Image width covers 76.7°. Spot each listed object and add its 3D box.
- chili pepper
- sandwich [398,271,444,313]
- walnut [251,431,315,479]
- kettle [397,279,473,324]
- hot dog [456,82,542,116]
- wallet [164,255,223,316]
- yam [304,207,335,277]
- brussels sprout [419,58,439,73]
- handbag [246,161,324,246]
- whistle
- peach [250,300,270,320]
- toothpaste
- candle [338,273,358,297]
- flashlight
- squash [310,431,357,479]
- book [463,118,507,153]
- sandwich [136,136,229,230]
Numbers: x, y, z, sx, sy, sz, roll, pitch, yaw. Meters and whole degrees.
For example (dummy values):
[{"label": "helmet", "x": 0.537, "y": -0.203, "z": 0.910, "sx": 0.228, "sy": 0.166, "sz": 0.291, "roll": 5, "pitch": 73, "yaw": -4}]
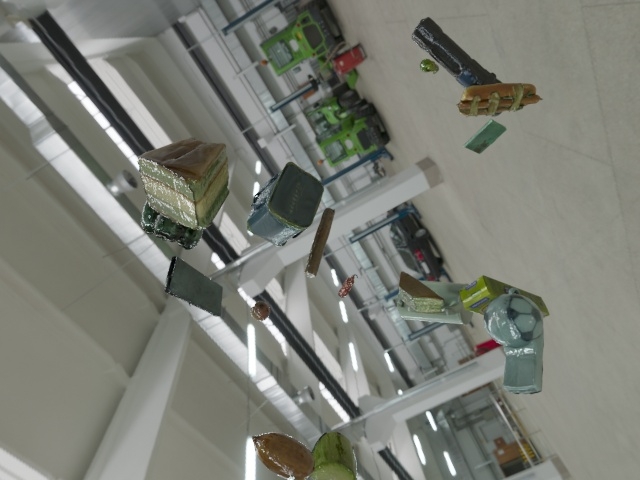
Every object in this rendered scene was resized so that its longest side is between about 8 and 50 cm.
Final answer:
[{"label": "chili pepper", "x": -0.612, "y": -0.105, "z": 1.741, "sx": 0.248, "sy": 0.233, "sz": 0.256, "roll": 28, "pitch": -101, "yaw": -64}, {"label": "sandwich", "x": 0.402, "y": 0.229, "z": 1.708, "sx": 0.258, "sy": 0.096, "sz": 0.094, "roll": 38, "pitch": 149, "yaw": 54}, {"label": "walnut", "x": -0.110, "y": 0.620, "z": 1.172, "sx": 0.207, "sy": 0.115, "sz": 0.116, "roll": 30, "pitch": -167, "yaw": -6}, {"label": "kettle", "x": 0.544, "y": 0.288, "z": 1.950, "sx": 0.265, "sy": 0.318, "sz": 0.205, "roll": 38, "pitch": -118, "yaw": -45}, {"label": "hot dog", "x": 0.573, "y": -0.454, "z": 1.304, "sx": 0.109, "sy": 0.270, "sz": 0.072, "roll": 77, "pitch": -170, "yaw": -61}, {"label": "wallet", "x": -0.608, "y": 0.233, "z": 1.978, "sx": 0.379, "sy": 0.046, "sz": 0.190, "roll": 50, "pitch": -150, "yaw": -51}, {"label": "yam", "x": 0.000, "y": 0.000, "z": 1.322, "sx": 0.046, "sy": 0.046, "sz": 0.263, "roll": 52, "pitch": -135, "yaw": -47}, {"label": "brussels sprout", "x": 0.403, "y": -0.636, "z": 1.479, "sx": 0.051, "sy": 0.083, "sz": 0.046, "roll": 32, "pitch": 121, "yaw": 53}, {"label": "handbag", "x": -0.136, "y": -0.130, "z": 1.558, "sx": 0.222, "sy": 0.241, "sz": 0.263, "roll": 32, "pitch": -120, "yaw": -19}, {"label": "whistle", "x": 0.525, "y": 0.250, "z": 1.108, "sx": 0.163, "sy": 0.164, "sz": 0.289, "roll": 55, "pitch": -136, "yaw": -36}, {"label": "peach", "x": -0.245, "y": 0.290, "z": 1.657, "sx": 0.083, "sy": 0.083, "sz": 0.083, "roll": 59, "pitch": -171, "yaw": -15}, {"label": "toothpaste", "x": 0.634, "y": 0.215, "z": 1.389, "sx": 0.328, "sy": 0.110, "sz": 0.077, "roll": 19, "pitch": -134, "yaw": -26}, {"label": "candle", "x": 0.123, "y": 0.196, "z": 1.754, "sx": 0.162, "sy": 0.048, "sz": 0.053, "roll": 116, "pitch": 156, "yaw": -49}, {"label": "flashlight", "x": 0.486, "y": -0.600, "z": 1.399, "sx": 0.424, "sy": 0.103, "sz": 0.103, "roll": 42, "pitch": -171, "yaw": -1}, {"label": "squash", "x": 0.069, "y": 0.735, "z": 1.362, "sx": 0.192, "sy": 0.085, "sz": 0.184, "roll": 37, "pitch": -137, "yaw": -11}, {"label": "book", "x": 0.625, "y": -0.389, "z": 1.529, "sx": 0.103, "sy": 0.135, "sz": 0.017, "roll": 12, "pitch": -132, "yaw": -33}, {"label": "sandwich", "x": -0.300, "y": -0.150, "z": 1.013, "sx": 0.227, "sy": 0.198, "sz": 0.155, "roll": 27, "pitch": 132, "yaw": 31}]
